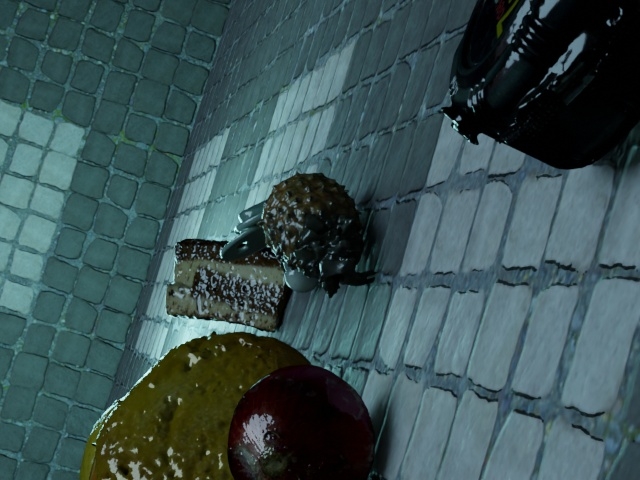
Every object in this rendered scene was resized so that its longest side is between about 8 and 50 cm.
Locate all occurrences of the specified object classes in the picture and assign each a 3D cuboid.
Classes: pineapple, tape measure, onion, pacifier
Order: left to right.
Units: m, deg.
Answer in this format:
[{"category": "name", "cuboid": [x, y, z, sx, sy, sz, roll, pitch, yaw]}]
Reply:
[{"category": "pacifier", "cuboid": [-0.035, 0.003, 1.512, 0.117, 0.150, 0.127, 64, 165, 14]}, {"category": "onion", "cuboid": [-0.017, 0.171, 1.120, 0.131, 0.131, 0.131, -162, 90, -78]}, {"category": "pineapple", "cuboid": [0.000, 0.000, 1.356, 0.198, 0.108, 0.108, -119, 48, -65]}, {"category": "tape measure", "cuboid": [0.159, -0.137, 0.822, 0.186, 0.112, 0.199, -57, 12, 29]}]

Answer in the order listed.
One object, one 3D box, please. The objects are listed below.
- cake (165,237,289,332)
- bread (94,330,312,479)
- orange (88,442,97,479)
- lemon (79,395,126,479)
[{"category": "cake", "cuboid": [-0.083, 0.060, 1.770, 0.246, 0.135, 0.112, 4, 88, 48]}, {"category": "bread", "cuboid": [-0.091, 0.199, 1.258, 0.139, 0.239, 0.240, 63, -151, -48]}, {"category": "orange", "cuboid": [-0.207, 0.373, 1.383, 0.310, 0.274, 0.274, 53, 138, 24]}, {"category": "lemon", "cuboid": [-0.204, 0.281, 1.602, 0.170, 0.170, 0.207, 121, 163, -46]}]
